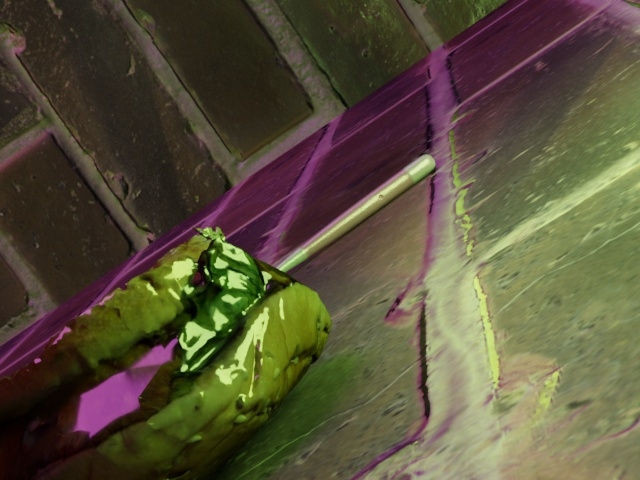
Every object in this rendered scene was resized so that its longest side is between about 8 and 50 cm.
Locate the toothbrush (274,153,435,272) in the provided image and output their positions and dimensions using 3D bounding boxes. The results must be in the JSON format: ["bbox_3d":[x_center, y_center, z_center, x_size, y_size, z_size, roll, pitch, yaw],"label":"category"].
[{"bbox_3d":[0.000,0.000,1.658,0.286,0.020,0.025,-36,0,-9],"label":"toothbrush"}]

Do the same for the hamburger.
[{"bbox_3d":[-0.123,0.104,1.055,0.265,0.134,0.285,-39,-2,27],"label":"hamburger"}]
